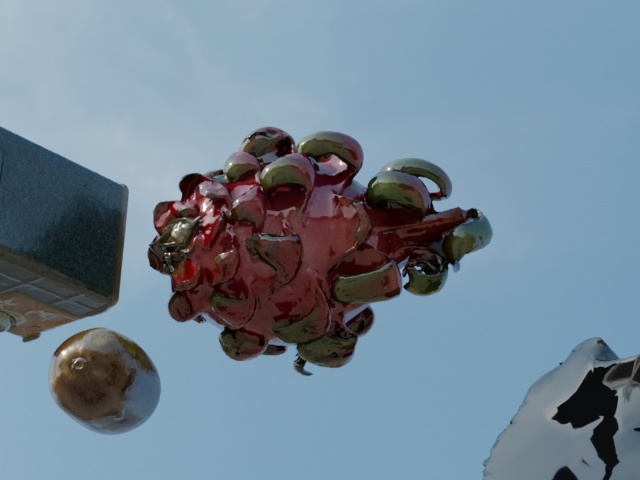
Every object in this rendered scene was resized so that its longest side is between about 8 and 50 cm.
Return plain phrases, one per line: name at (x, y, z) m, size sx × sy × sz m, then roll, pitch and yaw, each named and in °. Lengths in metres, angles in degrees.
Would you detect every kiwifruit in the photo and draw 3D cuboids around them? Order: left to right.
kiwifruit at (-0.164, 0.108, 1.181) m, size 0.075 × 0.075 × 0.124 m, roll -8°, pitch -21°, yaw 14°

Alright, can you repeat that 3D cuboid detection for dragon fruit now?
dragon fruit at (-0.007, -0.001, 1.359) m, size 0.273 × 0.218 × 0.198 m, roll -28°, pitch -24°, yaw 14°

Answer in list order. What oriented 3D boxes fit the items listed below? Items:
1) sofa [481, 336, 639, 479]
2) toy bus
sofa at (0.270, 0.233, 1.352) m, size 0.200 × 0.258 × 0.182 m, roll 42°, pitch -40°, yaw -21°
toy bus at (-0.310, -0.021, 1.344) m, size 0.167 × 0.138 × 0.275 m, roll -18°, pitch -31°, yaw 38°
